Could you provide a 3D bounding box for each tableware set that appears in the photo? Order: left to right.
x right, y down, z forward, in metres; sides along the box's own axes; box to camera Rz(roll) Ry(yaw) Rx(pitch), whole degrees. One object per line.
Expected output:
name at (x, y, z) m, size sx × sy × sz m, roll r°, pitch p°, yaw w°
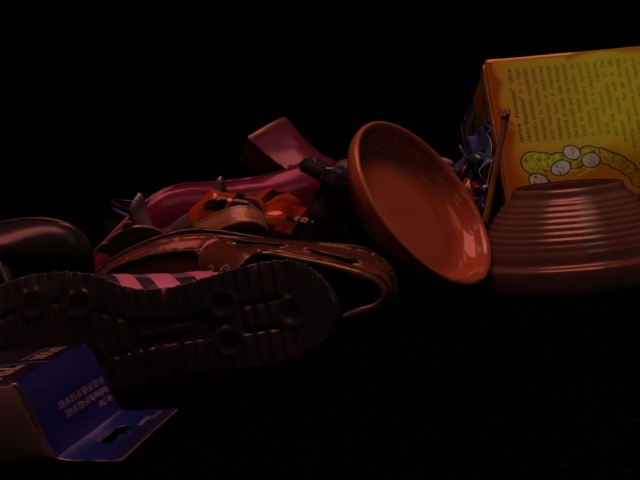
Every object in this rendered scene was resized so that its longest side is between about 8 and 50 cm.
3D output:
tableware set at (-0.165, 0.029, 1.672) m, size 0.168 × 0.020 × 0.141 m, roll 7°, pitch -41°, yaw -25°

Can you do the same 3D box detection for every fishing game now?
fishing game at (0.156, -0.047, 1.819) m, size 0.041 × 0.189 × 0.264 m, roll 15°, pitch -11°, yaw -8°

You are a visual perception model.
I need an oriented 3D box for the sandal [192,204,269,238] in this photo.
sandal at (-0.151, 0.054, 1.623) m, size 0.240 × 0.079 × 0.088 m, roll -32°, pitch -40°, yaw 24°

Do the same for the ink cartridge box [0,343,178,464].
ink cartridge box at (-0.286, 0.125, 1.161) m, size 0.332 × 0.065 × 0.165 m, roll -4°, pitch 5°, yaw 8°

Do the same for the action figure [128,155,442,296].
action figure at (0.000, 0.000, 1.779) m, size 0.330 × 0.178 × 0.341 m, roll 10°, pitch -2°, yaw 25°

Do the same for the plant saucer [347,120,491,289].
plant saucer at (0.096, -0.031, 1.612) m, size 0.037 × 0.200 × 0.200 m, roll -37°, pitch -12°, yaw 31°

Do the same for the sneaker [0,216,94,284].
sneaker at (-0.378, 0.073, 1.526) m, size 0.330 × 0.122 × 0.146 m, roll -18°, pitch 13°, yaw -4°

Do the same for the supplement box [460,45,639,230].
supplement box at (0.369, -0.109, 1.908) m, size 0.356 × 0.195 × 0.194 m, roll -6°, pitch -18°, yaw -5°

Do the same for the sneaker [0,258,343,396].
sneaker at (-0.136, 0.083, 1.341) m, size 0.319 × 0.112 × 0.131 m, roll -2°, pitch -11°, yaw 9°

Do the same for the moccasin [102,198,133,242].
moccasin at (-0.149, -0.012, 2.090) m, size 0.342 × 0.117 × 0.138 m, roll -2°, pitch 7°, yaw 19°

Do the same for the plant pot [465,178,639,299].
plant pot at (0.270, -0.007, 1.697) m, size 0.237 × 0.110 × 0.237 m, roll -6°, pitch 6°, yaw 1°

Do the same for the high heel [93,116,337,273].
high heel at (-0.116, 0.005, 1.929) m, size 0.377 × 0.181 × 0.127 m, roll -38°, pitch -14°, yaw -20°

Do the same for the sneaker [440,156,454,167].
sneaker at (0.054, -0.059, 2.167) m, size 0.282 × 0.161 × 0.102 m, roll -6°, pitch 7°, yaw 6°

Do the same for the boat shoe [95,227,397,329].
boat shoe at (-0.079, 0.042, 1.528) m, size 0.307 × 0.111 × 0.104 m, roll -5°, pitch 5°, yaw 3°
